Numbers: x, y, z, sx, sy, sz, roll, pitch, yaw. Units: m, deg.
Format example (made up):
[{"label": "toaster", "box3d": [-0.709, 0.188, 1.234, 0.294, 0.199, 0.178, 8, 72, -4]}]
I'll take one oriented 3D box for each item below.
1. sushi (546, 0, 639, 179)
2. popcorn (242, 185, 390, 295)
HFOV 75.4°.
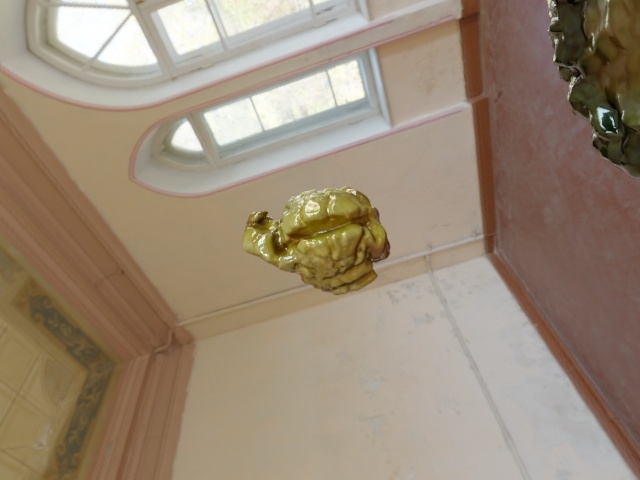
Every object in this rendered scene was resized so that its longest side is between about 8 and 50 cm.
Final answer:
[{"label": "sushi", "box3d": [0.222, -0.188, 0.144, 0.294, 0.178, 0.352, -105, -7, -62]}, {"label": "popcorn", "box3d": [0.000, 0.000, 0.893, 0.265, 0.332, 0.225, 120, 155, -72]}]
